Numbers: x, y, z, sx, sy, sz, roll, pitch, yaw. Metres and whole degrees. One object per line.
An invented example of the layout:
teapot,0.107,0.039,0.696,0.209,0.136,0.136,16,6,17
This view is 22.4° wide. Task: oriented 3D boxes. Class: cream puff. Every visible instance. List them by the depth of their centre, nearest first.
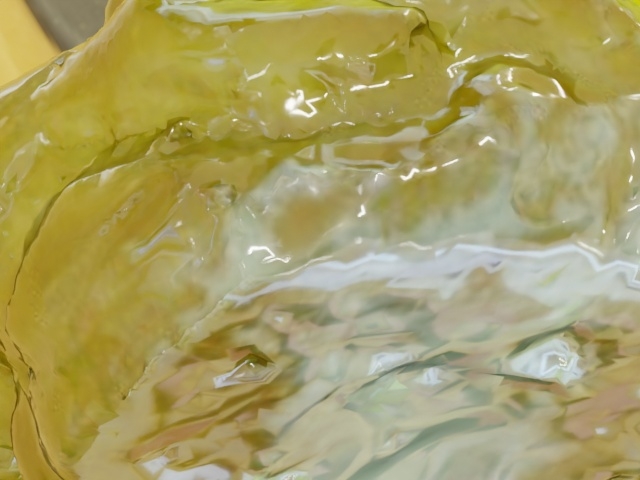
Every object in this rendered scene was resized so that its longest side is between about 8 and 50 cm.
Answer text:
cream puff,0.000,0.000,0.724,0.378,0.378,0.275,36,28,-44
